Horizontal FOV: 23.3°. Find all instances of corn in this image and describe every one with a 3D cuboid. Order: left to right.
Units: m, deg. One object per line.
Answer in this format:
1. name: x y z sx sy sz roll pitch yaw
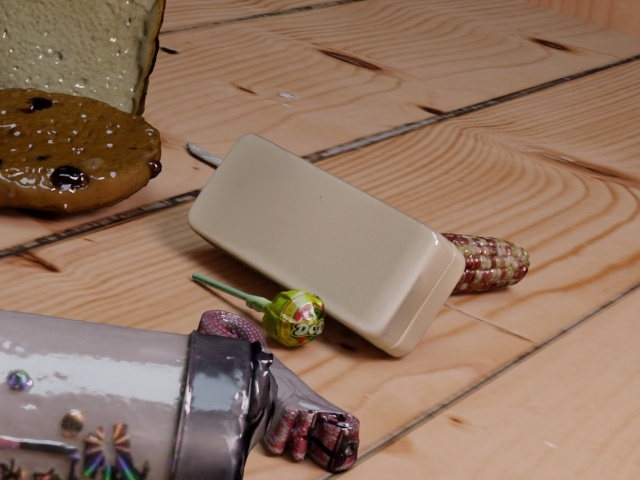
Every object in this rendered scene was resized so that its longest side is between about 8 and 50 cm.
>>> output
1. corn: 0.123 0.024 1.735 0.237 0.079 0.079 2 23 -27

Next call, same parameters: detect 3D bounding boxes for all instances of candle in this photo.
1. candle: -0.200 0.143 1.132 0.330 0.187 0.187 8 22 -6

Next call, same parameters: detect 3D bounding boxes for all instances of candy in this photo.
1. candy: -0.070 0.060 1.591 0.062 0.058 0.194 -21 28 -37

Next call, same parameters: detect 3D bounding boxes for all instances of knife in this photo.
1. knife: -0.073 -0.076 1.963 0.298 0.017 0.047 23 22 37

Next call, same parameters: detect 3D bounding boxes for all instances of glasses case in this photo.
1. glasses case: 0.000 0.000 1.639 0.313 0.131 0.070 29 -7 39

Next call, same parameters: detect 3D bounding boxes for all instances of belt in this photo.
1. belt: -0.049 0.133 1.405 0.071 0.053 0.232 4 21 -38

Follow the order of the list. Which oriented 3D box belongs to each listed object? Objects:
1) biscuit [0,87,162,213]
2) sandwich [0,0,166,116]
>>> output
1. biscuit: -0.332 -0.101 1.818 0.296 0.075 0.296 7 27 -4
2. sandwich: -0.334 -0.257 2.001 0.251 0.226 0.087 8 20 -11
